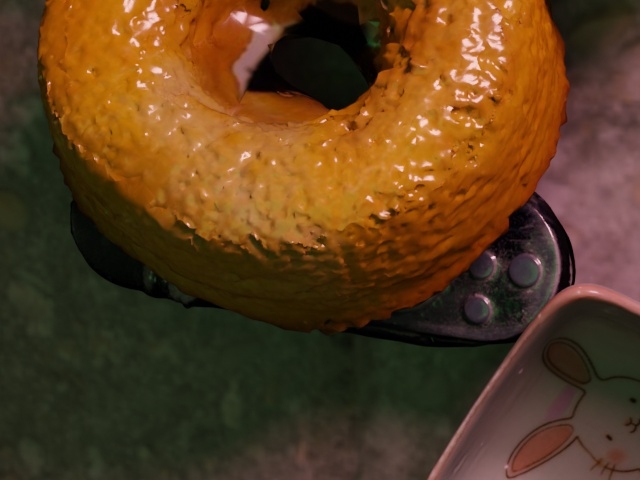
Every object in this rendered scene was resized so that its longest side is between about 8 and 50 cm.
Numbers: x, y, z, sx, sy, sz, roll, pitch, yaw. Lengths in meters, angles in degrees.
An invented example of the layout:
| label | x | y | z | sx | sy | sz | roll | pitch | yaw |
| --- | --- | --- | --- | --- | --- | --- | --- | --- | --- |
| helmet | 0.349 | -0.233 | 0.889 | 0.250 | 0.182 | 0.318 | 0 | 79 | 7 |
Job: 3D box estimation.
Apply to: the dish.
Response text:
| label | x | y | z | sx | sy | sz | roll | pitch | yaw |
| --- | --- | --- | --- | --- | --- | --- | --- | --- | --- |
| dish | 0.168 | 0.115 | 0.778 | 0.212 | 0.077 | 0.151 | 30 | 110 | -4 |

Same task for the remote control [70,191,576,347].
| label | x | y | z | sx | sy | sz | roll | pitch | yaw |
| --- | --- | --- | --- | --- | --- | --- | --- | --- | --- |
| remote control | 0.000 | 0.000 | 0.836 | 0.266 | 0.066 | 0.090 | 8 | 89 | 20 |

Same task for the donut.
| label | x | y | z | sx | sy | sz | roll | pitch | yaw |
| --- | --- | --- | --- | --- | --- | --- | --- | --- | --- |
| donut | -0.013 | -0.082 | 0.760 | 0.254 | 0.118 | 0.253 | -4 | 71 | 13 |
